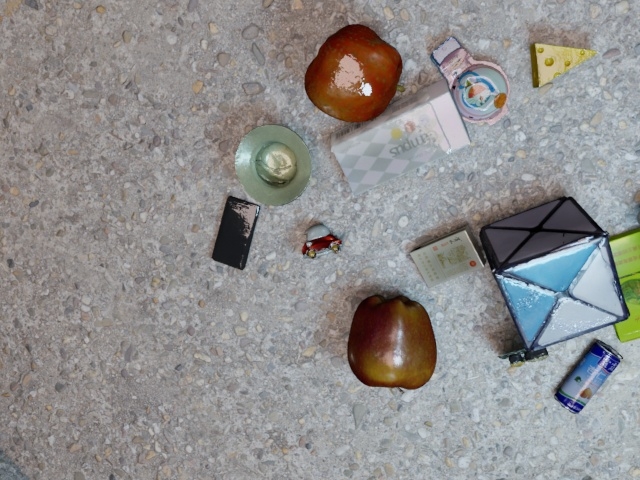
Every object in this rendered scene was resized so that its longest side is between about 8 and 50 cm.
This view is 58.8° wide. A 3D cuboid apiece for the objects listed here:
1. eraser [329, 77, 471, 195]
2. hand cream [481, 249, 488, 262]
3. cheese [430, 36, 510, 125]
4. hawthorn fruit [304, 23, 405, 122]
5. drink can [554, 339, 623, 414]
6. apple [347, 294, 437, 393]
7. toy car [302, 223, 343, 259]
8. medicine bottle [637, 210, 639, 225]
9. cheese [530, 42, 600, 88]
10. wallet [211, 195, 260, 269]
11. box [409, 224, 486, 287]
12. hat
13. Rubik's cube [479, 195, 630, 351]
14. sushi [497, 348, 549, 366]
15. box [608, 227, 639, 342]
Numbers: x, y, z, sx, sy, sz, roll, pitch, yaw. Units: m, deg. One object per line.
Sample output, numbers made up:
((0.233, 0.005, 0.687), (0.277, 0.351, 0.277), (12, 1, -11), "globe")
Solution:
((0.238, -0.313, 1.744), (0.397, 0.082, 0.213), (-23, 99, 23), "eraser")
((0.595, 0.042, 1.812), (0.194, 0.042, 0.067), (-7, 97, 10), "hand cream")
((0.448, -0.472, 1.698), (0.189, 0.074, 0.286), (-38, 93, 15), "cheese")
((0.111, -0.484, 1.668), (0.300, 0.275, 0.275), (17, 106, -8), "hawthorn fruit")
((0.861, 0.442, 1.830), (0.097, 0.097, 0.235), (31, 108, 2), "drink can")
((0.227, 0.335, 1.834), (0.288, 0.288, 0.317), (-1, 90, 11), "apple")
((0.000, 0.000, 1.888), (0.139, 0.112, 0.112), (-15, 84, 4), "toy car")
((1.063, 0.014, 1.592), (0.245, 0.245, 0.306), (-36, 105, 16), "medicine bottle")
((0.701, -0.518, 1.630), (0.171, 0.093, 0.126), (-9, 101, 11), "cheese")
((-0.294, -0.024, 1.970), (0.124, 0.025, 0.244), (19, 106, 5), "wallet")
((0.407, 0.053, 1.818), (0.201, 0.058, 0.141), (-27, 97, 30), "box")
((-0.138, -0.246, 1.832), (0.257, 0.130, 0.257), (2, 103, 10), "hat")
((0.661, 0.096, 1.643), (0.305, 0.310, 0.307), (-22, 111, 13), "Rubik's cube")
((0.651, 0.360, 1.761), (0.192, 0.279, 0.043), (-20, 71, 13), "sushi")
((0.975, 0.140, 1.761), (0.187, 0.047, 0.335), (-20, 98, 14), "box")
